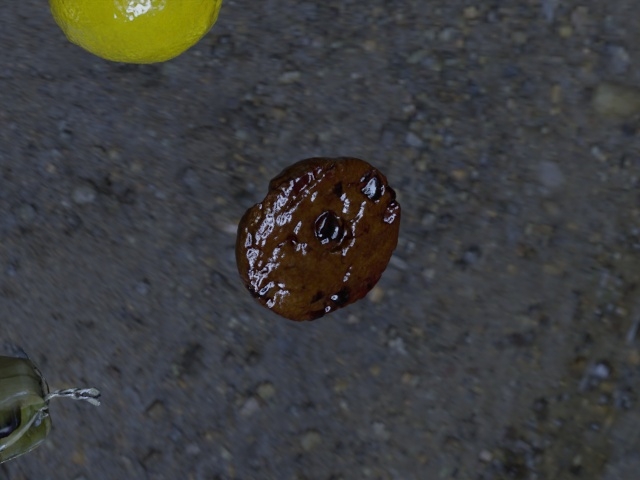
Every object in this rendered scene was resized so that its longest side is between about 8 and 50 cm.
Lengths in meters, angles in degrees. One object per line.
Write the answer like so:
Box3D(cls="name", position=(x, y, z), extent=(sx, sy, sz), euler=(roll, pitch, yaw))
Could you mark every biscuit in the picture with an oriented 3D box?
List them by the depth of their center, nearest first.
Box3D(cls="biscuit", position=(0.000, 0.000, 1.601), extent=(0.192, 0.049, 0.192), euler=(-14, 120, -25))

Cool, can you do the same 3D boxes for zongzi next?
Box3D(cls="zongzi", position=(-0.261, 0.167, 1.107), extent=(0.189, 0.081, 0.178), euler=(-13, 133, -27))

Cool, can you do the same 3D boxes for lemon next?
Box3D(cls="lemon", position=(-0.194, -0.276, 1.648), extent=(0.178, 0.203, 0.178), euler=(5, 90, -66))
